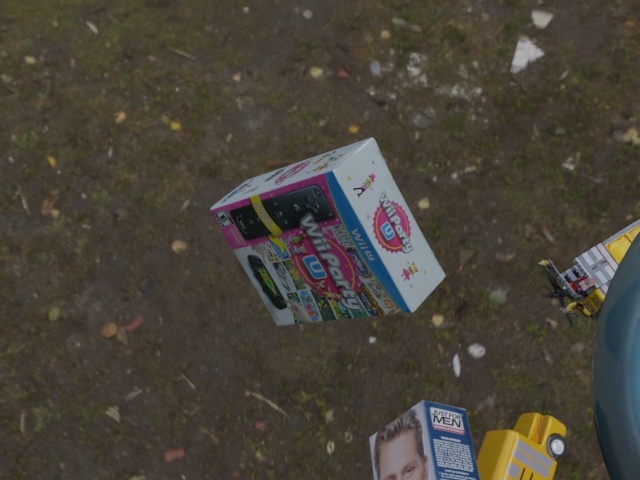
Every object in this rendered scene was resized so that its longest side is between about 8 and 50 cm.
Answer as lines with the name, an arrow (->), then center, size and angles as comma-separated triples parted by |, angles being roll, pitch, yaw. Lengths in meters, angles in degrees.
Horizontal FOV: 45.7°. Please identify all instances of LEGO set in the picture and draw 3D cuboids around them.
LEGO set -> 0.444, 0.106, 1.083 | 0.192, 0.331, 0.255 | -30, 81, -6

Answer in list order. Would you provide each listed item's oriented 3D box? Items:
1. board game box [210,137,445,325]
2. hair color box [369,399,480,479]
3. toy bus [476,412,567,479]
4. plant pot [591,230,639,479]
board game box -> 0.000, 0.000, 1.101 | 0.097, 0.303, 0.224 | -41, 107, -38
hair color box -> 0.183, 0.464, 1.259 | 0.105, 0.174, 0.347 | 18, 46, -26
toy bus -> 0.362, 0.486, 1.472 | 0.130, 0.108, 0.332 | 32, 64, -11
plant pot -> 0.229, 0.062, 0.303 | 0.195, 0.290, 0.290 | 13, 48, -42
